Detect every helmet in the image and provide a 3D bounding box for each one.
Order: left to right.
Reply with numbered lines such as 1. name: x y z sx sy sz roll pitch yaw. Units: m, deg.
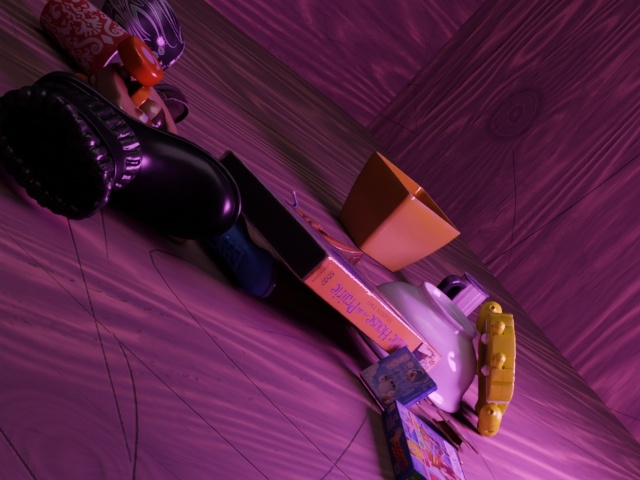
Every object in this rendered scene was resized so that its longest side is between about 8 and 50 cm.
1. helmet: -0.366 -0.432 2.102 0.162 0.169 0.169 56 2 -39

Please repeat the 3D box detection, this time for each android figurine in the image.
1. android figurine: 0.326 0.239 1.970 0.273 0.056 0.248 86 8 -65

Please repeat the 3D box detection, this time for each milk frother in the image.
1. milk frother: 0.330 0.164 2.431 0.143 0.135 0.129 51 14 30

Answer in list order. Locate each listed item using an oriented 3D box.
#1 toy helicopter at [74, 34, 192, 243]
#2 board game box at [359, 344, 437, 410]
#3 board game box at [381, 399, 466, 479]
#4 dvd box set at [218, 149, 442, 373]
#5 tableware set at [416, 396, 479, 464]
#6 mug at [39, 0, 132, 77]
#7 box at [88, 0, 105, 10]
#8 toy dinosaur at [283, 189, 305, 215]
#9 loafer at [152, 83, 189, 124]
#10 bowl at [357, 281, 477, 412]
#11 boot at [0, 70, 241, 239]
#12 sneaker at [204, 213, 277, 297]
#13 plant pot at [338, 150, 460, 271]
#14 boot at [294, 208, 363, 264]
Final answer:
1. toy helicopter: -0.251 -0.130 1.613 0.235 0.140 0.355 44 18 -52
2. board game box: 0.123 0.223 1.647 0.090 0.090 0.020 51 -16 34
3. board game box: 0.159 0.329 1.523 0.136 0.035 0.201 41 12 -15
4. dvd box set: 0.013 0.047 1.710 0.307 0.062 0.420 47 3 40
5. tableware set: 0.180 0.288 1.738 0.194 0.039 0.128 48 -1 -9
6. mug: -0.414 -0.347 1.854 0.169 0.150 0.113 42 47 12
7. box: -0.442 -0.486 2.211 0.101 0.087 0.102 34 16 -41
8. toy dinosaur: -0.065 -0.057 2.163 0.082 0.047 0.090 -133 -155 -62
9. loafer: -0.302 -0.234 1.864 0.078 0.080 0.220 58 20 16
10. bowl: 0.201 0.174 1.971 0.298 0.134 0.298 43 12 -11
11. boot: -0.252 -0.086 1.330 0.348 0.131 0.260 30 8 -15
12. sneaker: -0.137 0.011 1.578 0.082 0.069 0.209 19 25 -41
13. plant pot: 0.174 -0.052 2.532 0.212 0.187 0.212 34 15 -40
14. boot: 0.000 0.000 2.058 0.152 0.073 0.197 43 8 17
